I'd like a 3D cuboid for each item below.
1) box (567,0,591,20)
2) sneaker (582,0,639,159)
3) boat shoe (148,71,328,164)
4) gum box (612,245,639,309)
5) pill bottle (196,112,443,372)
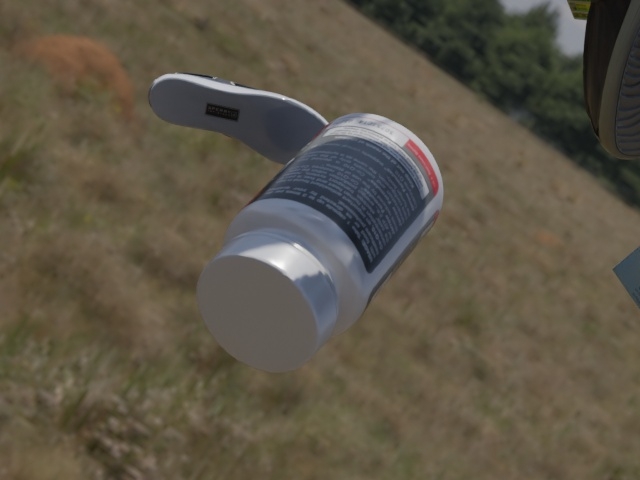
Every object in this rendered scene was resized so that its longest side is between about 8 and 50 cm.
[{"bbox_3d":[0.372,-0.298,1.690,0.114,0.207,0.036,19,-39,57],"label":"box"},{"bbox_3d":[0.180,-0.165,0.914,0.083,0.222,0.118,-4,25,-29],"label":"sneaker"},{"bbox_3d":[-0.091,-0.150,1.894,0.228,0.080,0.076,13,19,0],"label":"boat shoe"},{"bbox_3d":[0.393,0.048,1.590,0.157,0.041,0.184,57,-31,13],"label":"gum box"},{"bbox_3d":[0.000,0.000,1.623,0.161,0.161,0.283,36,42,6],"label":"pill bottle"}]
